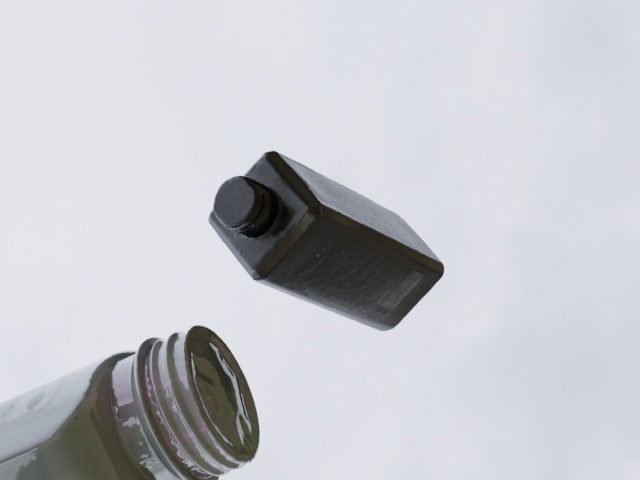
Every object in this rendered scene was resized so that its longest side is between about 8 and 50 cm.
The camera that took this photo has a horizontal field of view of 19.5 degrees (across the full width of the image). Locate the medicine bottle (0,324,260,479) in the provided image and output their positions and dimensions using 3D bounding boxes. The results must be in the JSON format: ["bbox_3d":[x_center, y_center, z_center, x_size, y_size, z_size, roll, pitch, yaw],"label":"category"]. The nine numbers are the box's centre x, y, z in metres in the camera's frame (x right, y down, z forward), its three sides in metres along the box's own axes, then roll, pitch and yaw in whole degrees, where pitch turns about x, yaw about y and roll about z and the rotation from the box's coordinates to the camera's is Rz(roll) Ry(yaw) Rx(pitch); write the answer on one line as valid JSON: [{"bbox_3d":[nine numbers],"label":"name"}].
[{"bbox_3d":[-0.209,0.172,1.396,0.124,0.324,0.179,67,-162,-4],"label":"medicine bottle"}]

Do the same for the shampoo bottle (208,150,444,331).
[{"bbox_3d":[0.000,0.000,1.459,0.079,0.080,0.246,49,-167,32],"label":"shampoo bottle"}]
